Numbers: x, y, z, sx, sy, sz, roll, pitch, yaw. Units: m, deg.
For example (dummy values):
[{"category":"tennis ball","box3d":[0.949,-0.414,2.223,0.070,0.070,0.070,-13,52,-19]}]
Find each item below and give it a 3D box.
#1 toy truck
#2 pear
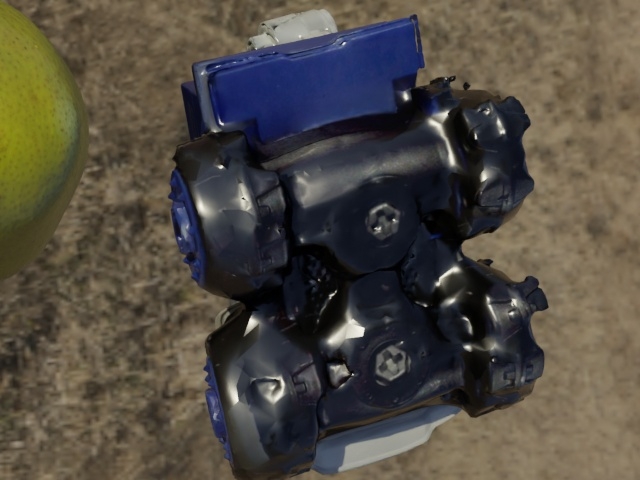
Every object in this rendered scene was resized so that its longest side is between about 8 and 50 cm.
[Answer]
[{"category":"toy truck","box3d":[0.000,0.000,0.621,0.161,0.177,0.213,-14,112,-17]},{"category":"pear","box3d":[-0.241,-0.069,0.836,0.198,0.198,0.198,20,66,-55]}]
